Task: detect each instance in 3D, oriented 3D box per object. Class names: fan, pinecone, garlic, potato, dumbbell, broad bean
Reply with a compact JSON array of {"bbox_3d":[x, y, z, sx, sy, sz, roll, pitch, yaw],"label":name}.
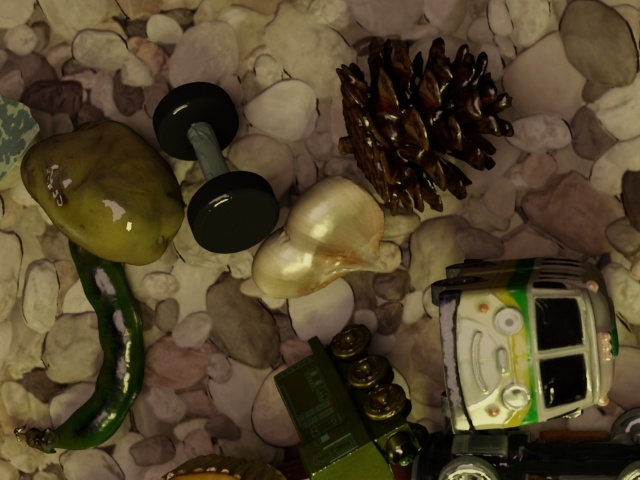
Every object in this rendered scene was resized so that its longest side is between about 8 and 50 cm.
[{"bbox_3d":[-0.409,-0.106,1.625,0.240,0.009,0.131,-27,71,39],"label":"fan"},{"bbox_3d":[0.111,-0.131,1.448,0.208,0.208,0.207,1,96,14],"label":"pinecone"},{"bbox_3d":[-0.002,0.003,1.506,0.174,0.124,0.099,-46,51,15],"label":"garlic"},{"bbox_3d":[-0.246,-0.057,1.555,0.200,0.154,0.137,35,145,21],"label":"potato"},{"bbox_3d":[-0.119,-0.083,1.508,0.100,0.100,0.191,-36,49,14],"label":"dumbbell"},{"bbox_3d":[-0.278,0.138,1.639,0.144,0.049,0.292,18,100,13],"label":"broad bean"}]

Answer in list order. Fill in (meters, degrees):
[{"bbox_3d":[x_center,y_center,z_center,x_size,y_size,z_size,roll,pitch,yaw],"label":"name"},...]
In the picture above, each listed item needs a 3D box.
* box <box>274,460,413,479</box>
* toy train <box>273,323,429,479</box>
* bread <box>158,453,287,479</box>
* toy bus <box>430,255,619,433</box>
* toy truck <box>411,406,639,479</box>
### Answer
[{"bbox_3d":[-0.040,0.447,1.574,0.385,0.122,0.344,-17,91,15],"label":"box"},{"bbox_3d":[0.029,0.188,1.489,0.137,0.225,0.090,-30,123,-1],"label":"toy train"},{"bbox_3d":[-0.109,0.357,1.454,0.179,0.133,0.250,1,95,10],"label":"bread"},{"bbox_3d":[0.214,0.098,1.384,0.179,0.305,0.143,-5,94,12],"label":"toy bus"},{"bbox_3d":[0.296,0.305,1.452,0.388,0.173,0.206,-1,104,11],"label":"toy truck"}]
